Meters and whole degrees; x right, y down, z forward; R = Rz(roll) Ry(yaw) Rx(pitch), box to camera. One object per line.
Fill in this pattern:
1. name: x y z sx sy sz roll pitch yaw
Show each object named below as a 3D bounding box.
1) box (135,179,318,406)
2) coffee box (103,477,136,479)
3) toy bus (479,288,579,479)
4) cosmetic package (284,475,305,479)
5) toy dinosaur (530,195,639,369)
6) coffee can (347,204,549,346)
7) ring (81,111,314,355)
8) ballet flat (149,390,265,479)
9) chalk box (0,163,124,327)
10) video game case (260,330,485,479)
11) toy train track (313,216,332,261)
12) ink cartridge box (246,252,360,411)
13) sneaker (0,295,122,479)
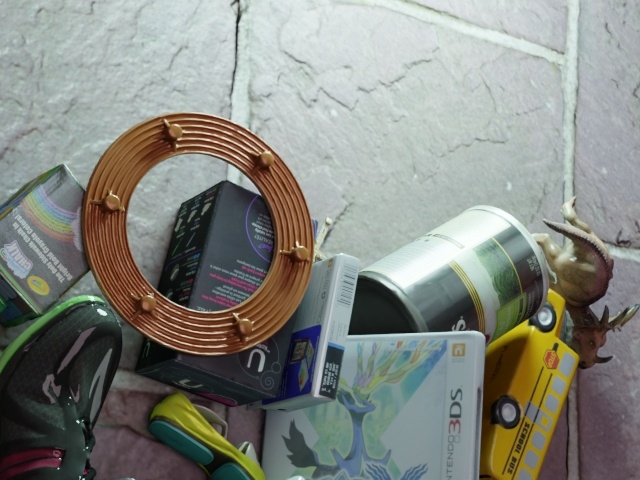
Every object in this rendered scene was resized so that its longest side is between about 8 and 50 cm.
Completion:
1. box: -0.130 0.078 1.908 0.165 0.143 0.270 24 66 -24
2. coffee box: -0.282 0.436 1.730 0.098 0.141 0.246 33 63 -23
3. toy bus: 0.316 0.244 2.176 0.130 0.108 0.332 36 62 -21
4. cosmetic package: 0.007 0.557 1.752 0.453 0.161 0.230 53 38 -12
5. toy dinosaur: 0.436 0.061 2.232 0.127 0.295 0.200 -30 55 -10
6. coffee can: 0.183 0.088 2.072 0.275 0.201 0.201 -29 95 -34
7. ring: -0.153 -0.013 1.815 0.337 0.032 0.336 8 73 -29
8. ballet flat: -0.136 0.295 1.897 0.231 0.077 0.077 43 45 -11
9. chalk box: -0.388 0.024 1.766 0.213 0.132 0.132 -45 105 -31
10. video game case: 0.066 0.279 1.894 0.036 0.329 0.299 30 61 -56
11. toy train track: 0.000 0.000 2.088 0.048 0.014 0.083 35 62 -22
12. ink cartridge box: -0.026 0.136 1.922 0.045 0.208 0.206 19 70 -25
13. sneaker: -0.329 0.304 1.672 0.185 0.202 0.482 41 61 -55
